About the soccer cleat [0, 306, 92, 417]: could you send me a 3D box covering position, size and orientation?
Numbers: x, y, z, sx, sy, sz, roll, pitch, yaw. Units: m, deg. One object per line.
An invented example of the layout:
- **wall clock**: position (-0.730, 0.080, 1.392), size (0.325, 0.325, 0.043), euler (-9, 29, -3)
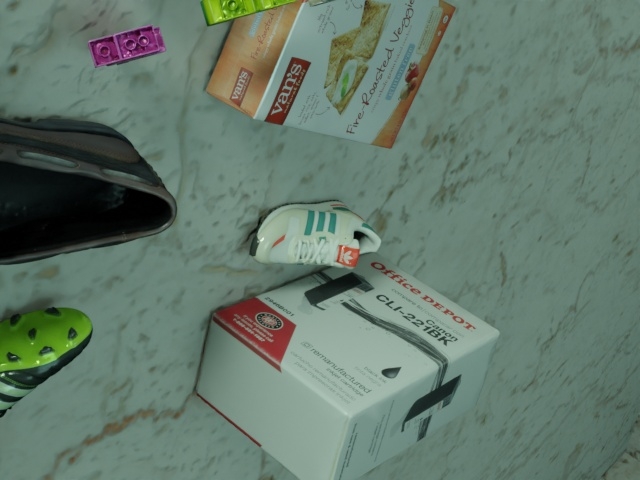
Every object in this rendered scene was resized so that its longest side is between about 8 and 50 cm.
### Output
- **soccer cleat**: position (-0.265, 0.115, 0.852), size (0.179, 0.060, 0.072), euler (-32, 152, -25)

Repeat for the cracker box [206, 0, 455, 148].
- **cracker box**: position (0.017, -0.177, 0.963), size (0.232, 0.067, 0.155), euler (3, 115, -55)

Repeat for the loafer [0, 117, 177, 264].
- **loafer**: position (-0.227, -0.030, 0.725), size (0.303, 0.095, 0.109), euler (-12, 127, -50)

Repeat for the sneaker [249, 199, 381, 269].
- **sneaker**: position (0.000, 0.000, 1.094), size (0.161, 0.075, 0.057), euler (-13, 128, -50)

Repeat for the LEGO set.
- **LEGO set**: position (-0.073, -0.200, 0.794), size (0.227, 0.093, 0.087), euler (-18, 100, -11)

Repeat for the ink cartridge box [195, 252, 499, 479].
- **ink cartridge box**: position (0.035, 0.132, 1.146), size (0.273, 0.197, 0.114), euler (-19, 133, -47)
